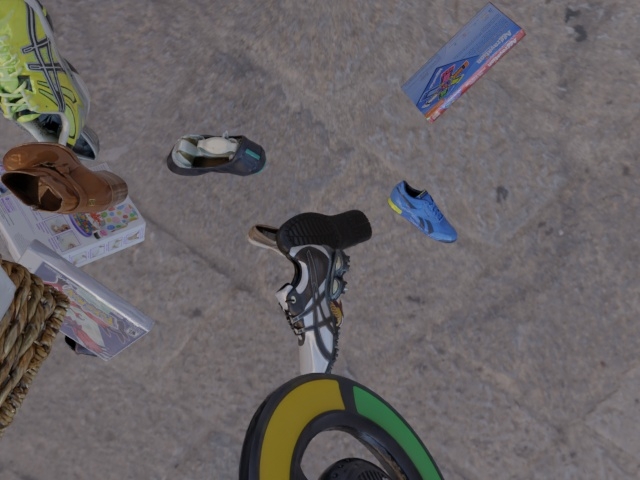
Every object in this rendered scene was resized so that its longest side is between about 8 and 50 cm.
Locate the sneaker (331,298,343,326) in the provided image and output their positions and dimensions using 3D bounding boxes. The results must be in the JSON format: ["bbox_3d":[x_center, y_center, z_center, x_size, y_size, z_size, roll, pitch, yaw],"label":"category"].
[{"bbox_3d":[0.017,0.156,1.912,0.069,0.084,0.186,-16,78,13],"label":"sneaker"}]

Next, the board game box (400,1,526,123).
[{"bbox_3d":[0.325,-0.412,1.583,0.281,0.145,0.027,-43,135,16],"label":"board game box"}]

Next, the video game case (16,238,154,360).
[{"bbox_3d":[-0.364,0.096,1.007,0.201,0.023,0.183,38,140,-17],"label":"video game case"}]

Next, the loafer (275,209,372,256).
[{"bbox_3d":[0.000,0.000,1.170,0.078,0.220,0.080,-31,74,40],"label":"loafer"}]

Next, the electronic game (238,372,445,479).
[{"bbox_3d":[0.033,0.203,0.495,0.229,0.229,0.048,43,120,-16],"label":"electronic game"}]

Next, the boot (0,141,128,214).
[{"bbox_3d":[-0.370,-0.084,0.897,0.197,0.152,0.073,14,103,12],"label":"boot"}]

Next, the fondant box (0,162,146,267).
[{"bbox_3d":[-0.673,-0.050,1.833,0.330,0.238,0.096,-26,156,-30],"label":"fondant box"}]

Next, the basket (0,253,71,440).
[{"bbox_3d":[-0.437,0.126,0.650,0.213,0.299,0.223,2,150,33],"label":"basket"}]

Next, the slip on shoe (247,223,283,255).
[{"bbox_3d":[-0.083,-0.003,1.419,0.135,0.052,0.041,19,141,-12],"label":"slip on shoe"}]

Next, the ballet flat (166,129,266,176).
[{"bbox_3d":[-0.176,-0.137,1.046,0.203,0.074,0.074,7,118,34],"label":"ballet flat"}]

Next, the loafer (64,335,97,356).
[{"bbox_3d":[-0.647,0.253,1.843,0.095,0.302,0.109,-1,95,-33],"label":"loafer"}]

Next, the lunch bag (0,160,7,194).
[{"bbox_3d":[-0.851,-0.166,1.801,0.053,0.071,0.083,-3,104,-40],"label":"lunch bag"}]

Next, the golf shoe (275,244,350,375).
[{"bbox_3d":[-0.021,0.101,0.903,0.093,0.077,0.198,11,75,-17],"label":"golf shoe"}]

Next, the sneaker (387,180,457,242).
[{"bbox_3d":[0.273,-0.074,1.747,0.209,0.069,0.082,37,127,2],"label":"sneaker"}]

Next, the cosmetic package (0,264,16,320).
[{"bbox_3d":[-0.262,0.025,0.286,0.183,0.152,0.151,26,154,-4],"label":"cosmetic package"}]

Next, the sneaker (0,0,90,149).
[{"bbox_3d":[-0.514,-0.296,1.177,0.145,0.147,0.385,-14,150,9],"label":"sneaker"}]

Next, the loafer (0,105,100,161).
[{"bbox_3d":[-0.697,-0.305,1.734,0.112,0.111,0.319,-49,133,10],"label":"loafer"}]
